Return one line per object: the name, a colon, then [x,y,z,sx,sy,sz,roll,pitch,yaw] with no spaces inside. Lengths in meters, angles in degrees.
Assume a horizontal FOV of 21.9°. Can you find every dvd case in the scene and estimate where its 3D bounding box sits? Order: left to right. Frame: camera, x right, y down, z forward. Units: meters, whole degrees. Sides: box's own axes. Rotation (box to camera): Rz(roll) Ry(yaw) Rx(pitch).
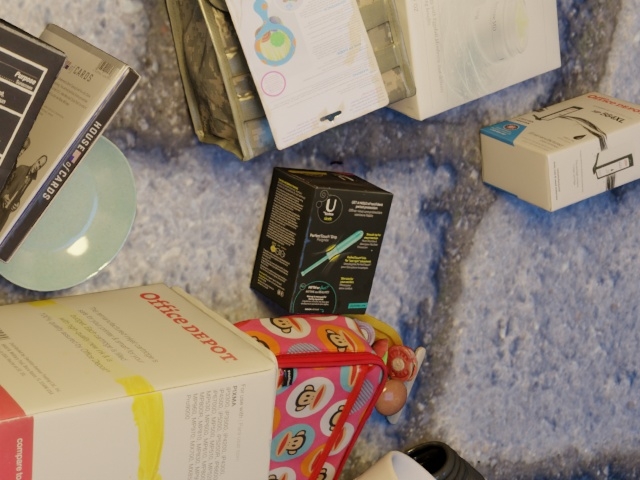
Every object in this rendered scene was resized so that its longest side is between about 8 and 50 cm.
dvd case: [-0.308,-0.108,1.754,0.238,0.179,0.029,-54,132,-4]

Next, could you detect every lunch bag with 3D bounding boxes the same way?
lunch bag: [-0.045,-0.269,1.881,0.235,0.169,0.287,-22,111,-21]
lunch bag: [-0.047,0.226,2.063,0.258,0.120,0.293,-1,128,-35]

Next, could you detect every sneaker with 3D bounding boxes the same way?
sneaker: [0.104,0.397,2.287,0.296,0.105,0.147,-45,123,-17]

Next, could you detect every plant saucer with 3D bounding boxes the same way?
plant saucer: [-0.302,-0.039,1.875,0.195,0.037,0.194,-12,114,-30]

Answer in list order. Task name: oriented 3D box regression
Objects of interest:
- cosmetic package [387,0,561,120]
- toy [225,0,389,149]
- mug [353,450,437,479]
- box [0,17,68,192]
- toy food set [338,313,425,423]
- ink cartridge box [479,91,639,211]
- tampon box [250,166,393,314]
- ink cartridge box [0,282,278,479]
cosmetic package: [0.163,-0.296,2.025,0.225,0.138,0.224,-23,120,-26]
toy: [-0.029,-0.234,1.771,0.137,0.056,0.237,-24,111,-13]
mug: [0.058,0.490,2.058,0.328,0.374,0.276,-41,108,8]
box: [-0.461,-0.129,1.640,0.296,0.183,0.294,25,95,-40]
toy food set: [0.070,0.174,2.188,0.218,0.071,0.128,26,93,-38]
ink cartridge box: [0.336,-0.122,2.202,0.203,0.148,0.085,-21,117,-27]
tampon box: [0.000,0.000,2.053,0.120,0.101,0.161,4,105,-35]
ink cartridge box: [-0.277,0.184,1.826,0.385,0.279,0.160,-8,113,-31]
